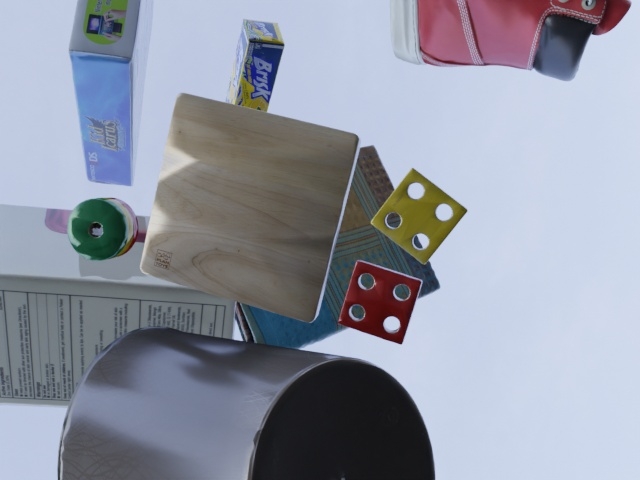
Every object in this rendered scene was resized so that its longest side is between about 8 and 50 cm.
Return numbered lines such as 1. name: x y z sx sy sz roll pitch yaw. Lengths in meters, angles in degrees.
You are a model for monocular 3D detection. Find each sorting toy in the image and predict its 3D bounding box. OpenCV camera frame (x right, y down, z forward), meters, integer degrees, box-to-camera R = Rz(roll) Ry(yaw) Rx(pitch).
1. sorting toy: -0.039 -0.023 0.516 0.275 0.046 0.132 15 -82 11

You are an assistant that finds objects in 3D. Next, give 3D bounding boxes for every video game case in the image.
1. video game case: -0.223 -0.227 0.802 0.061 0.269 0.244 7 -113 -12

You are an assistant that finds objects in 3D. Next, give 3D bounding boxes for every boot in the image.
1. boot: 0.132 -0.220 0.507 0.088 0.176 0.244 -61 -28 -28

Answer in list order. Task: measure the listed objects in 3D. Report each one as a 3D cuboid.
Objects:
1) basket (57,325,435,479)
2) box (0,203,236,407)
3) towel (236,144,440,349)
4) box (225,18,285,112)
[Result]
1. basket: -0.052 0.144 0.461 0.154 0.227 0.204 2 -103 -39
2. box: -0.196 0.064 0.677 0.232 0.127 0.148 5 -59 -8
3. towel: 0.000 0.000 1.054 0.370 0.040 0.271 -15 -102 -42
4. box: -0.100 -0.234 1.061 0.054 0.059 0.169 1 -42 -19
